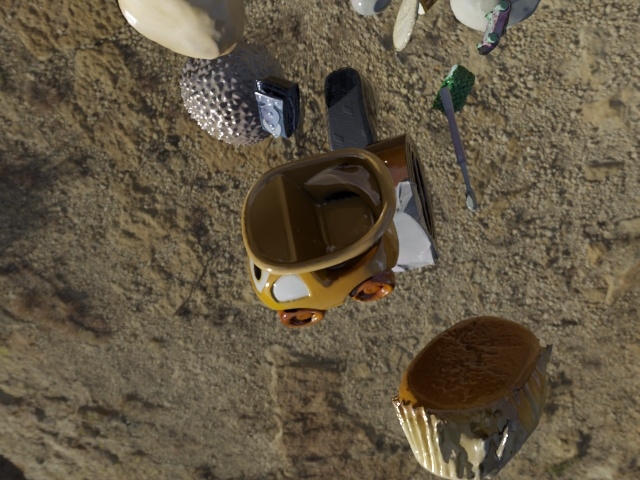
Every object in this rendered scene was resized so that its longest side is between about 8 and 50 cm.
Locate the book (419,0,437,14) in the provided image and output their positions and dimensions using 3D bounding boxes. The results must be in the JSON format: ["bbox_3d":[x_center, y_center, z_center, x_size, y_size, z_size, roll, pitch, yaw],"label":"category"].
[{"bbox_3d":[0.272,-0.899,1.295,0.032,0.269,0.389,3,139,53],"label":"book"}]

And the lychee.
[{"bbox_3d":[-0.316,-0.556,1.686,0.433,0.380,0.380,20,126,8],"label":"lychee"}]

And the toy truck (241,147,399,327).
[{"bbox_3d":[0.000,0.000,0.724,0.288,0.204,0.211,-20,148,13],"label":"toy truck"}]

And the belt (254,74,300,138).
[{"bbox_3d":[-0.142,-0.426,1.411,0.129,0.122,0.218,22,156,11],"label":"belt"}]

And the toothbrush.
[{"bbox_3d":[0.210,-0.138,0.675,0.014,0.017,0.194,-15,85,35],"label":"toothbrush"}]

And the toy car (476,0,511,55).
[{"bbox_3d":[0.445,-0.538,1.132,0.055,0.069,0.142,18,91,-7],"label":"toy car"}]

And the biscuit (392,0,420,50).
[{"bbox_3d":[0.212,-0.552,1.111,0.020,0.152,0.152,8,126,-13],"label":"biscuit"}]

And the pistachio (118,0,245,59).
[{"bbox_3d":[-0.300,-0.527,0.912,0.238,0.229,0.321,-33,131,17],"label":"pistachio"}]

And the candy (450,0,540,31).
[{"bbox_3d":[0.480,-0.715,1.203,0.296,0.185,0.295,-6,117,-13],"label":"candy"}]

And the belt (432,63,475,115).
[{"bbox_3d":[0.355,-0.386,1.157,0.079,0.151,0.121,28,134,-4],"label":"belt"}]

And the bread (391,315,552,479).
[{"bbox_3d":[0.303,0.289,0.889,0.236,0.389,0.183,-11,98,41],"label":"bread"}]

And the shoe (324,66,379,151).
[{"bbox_3d":[0.126,-0.414,1.597,0.171,0.237,0.383,-9,100,20],"label":"shoe"}]

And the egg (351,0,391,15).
[{"bbox_3d":[0.167,-0.783,1.433,0.135,0.103,0.103,-9,126,11],"label":"egg"}]

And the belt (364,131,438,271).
[{"bbox_3d":[0.207,-0.093,1.103,0.122,0.338,0.217,-13,169,24],"label":"belt"}]
